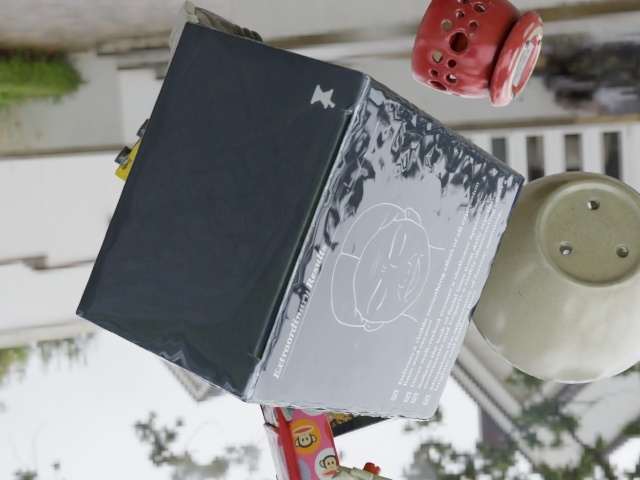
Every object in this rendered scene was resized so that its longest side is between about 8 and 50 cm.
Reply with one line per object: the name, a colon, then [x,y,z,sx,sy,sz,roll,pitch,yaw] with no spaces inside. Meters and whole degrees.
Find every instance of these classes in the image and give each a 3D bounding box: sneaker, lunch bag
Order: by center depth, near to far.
sneaker: [-0.154,-0.281,1.857,0.147,0.105,0.296,20,-157,-14]
lunch bag: [-0.037,0.386,2.342,0.120,0.258,0.293,-12,175,-9]

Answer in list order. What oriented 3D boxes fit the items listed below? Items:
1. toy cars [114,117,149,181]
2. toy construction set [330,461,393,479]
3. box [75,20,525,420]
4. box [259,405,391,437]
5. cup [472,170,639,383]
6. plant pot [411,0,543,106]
toy cars: [-0.252,-0.084,2.123,0.176,0.394,0.087,9,-132,19]
toy construction set: [0.071,0.503,1.842,0.151,0.328,0.215,32,155,-35]
box: [0.000,0.000,1.206,0.212,0.294,0.395,22,180,30]
box: [0.020,0.355,2.597,0.270,0.143,0.165,-18,169,4]
cup: [0.387,0.027,1.816,0.331,0.331,0.237,-3,161,1]
plant pot: [0.270,-0.325,2.041,0.174,0.191,0.191,25,-166,18]
